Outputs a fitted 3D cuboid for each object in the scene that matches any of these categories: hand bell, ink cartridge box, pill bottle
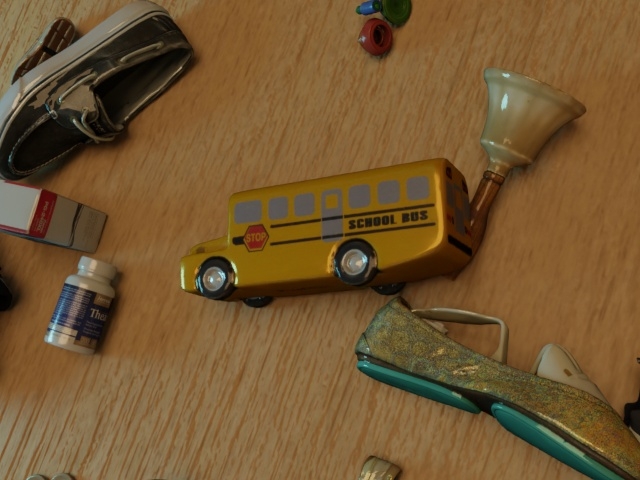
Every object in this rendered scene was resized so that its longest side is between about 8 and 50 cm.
[{"bbox_3d":[0.201,-0.065,0.903,0.126,0.126,0.242,25,95,21],"label":"hand bell"},{"bbox_3d":[-0.374,-0.032,1.020,0.109,0.150,0.063,10,82,19],"label":"ink cartridge box"},{"bbox_3d":[-0.310,0.085,1.012,0.067,0.067,0.120,14,79,19],"label":"pill bottle"}]

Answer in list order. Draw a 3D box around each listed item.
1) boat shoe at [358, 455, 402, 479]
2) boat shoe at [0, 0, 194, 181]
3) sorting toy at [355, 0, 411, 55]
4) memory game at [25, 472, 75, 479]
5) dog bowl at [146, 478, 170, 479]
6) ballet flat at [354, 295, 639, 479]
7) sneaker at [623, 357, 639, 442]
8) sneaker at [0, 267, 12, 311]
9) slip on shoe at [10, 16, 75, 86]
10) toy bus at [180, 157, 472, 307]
[{"bbox_3d":[0.057,0.310,0.852,0.045,0.050,0.135,8,77,24],"label":"boat shoe"},{"bbox_3d":[-0.321,-0.194,1.063,0.335,0.121,0.119,-45,64,-2],"label":"boat shoe"},{"bbox_3d":[0.075,-0.293,1.021,0.042,0.061,0.102,9,66,53],"label":"sorting toy"},{"bbox_3d":[-0.345,0.386,0.967,0.186,0.012,0.186,-4,74,16],"label":"memory game"},{"bbox_3d":[-0.107,0.384,0.825,0.297,0.166,0.074,35,98,22],"label":"dog bowl"},{"bbox_3d":[0.194,0.145,0.805,0.348,0.123,0.123,20,81,34],"label":"ballet flat"},{"bbox_3d":[0.396,0.163,0.771,0.235,0.094,0.153,-37,77,14],"label":"sneaker"},{"bbox_3d":[-0.491,0.043,1.062,0.147,0.130,0.330,-1,77,1],"label":"sneaker"},{"bbox_3d":[-0.418,-0.278,1.161,0.135,0.051,0.041,-57,29,4],"label":"slip on shoe"},{"bbox_3d":[0.000,0.000,0.896,0.332,0.108,0.130,-7,77,25],"label":"toy bus"}]
